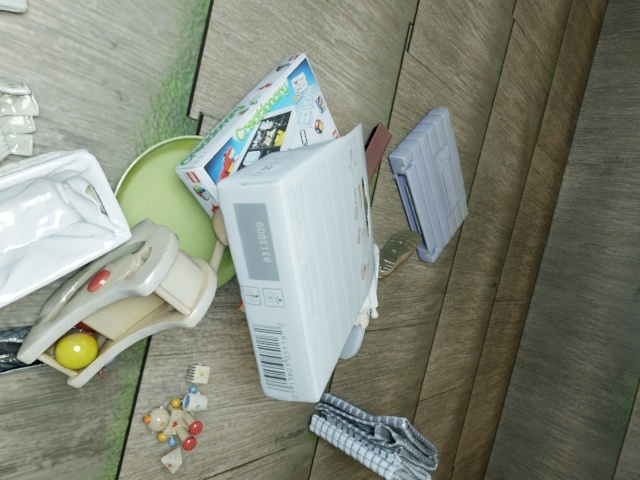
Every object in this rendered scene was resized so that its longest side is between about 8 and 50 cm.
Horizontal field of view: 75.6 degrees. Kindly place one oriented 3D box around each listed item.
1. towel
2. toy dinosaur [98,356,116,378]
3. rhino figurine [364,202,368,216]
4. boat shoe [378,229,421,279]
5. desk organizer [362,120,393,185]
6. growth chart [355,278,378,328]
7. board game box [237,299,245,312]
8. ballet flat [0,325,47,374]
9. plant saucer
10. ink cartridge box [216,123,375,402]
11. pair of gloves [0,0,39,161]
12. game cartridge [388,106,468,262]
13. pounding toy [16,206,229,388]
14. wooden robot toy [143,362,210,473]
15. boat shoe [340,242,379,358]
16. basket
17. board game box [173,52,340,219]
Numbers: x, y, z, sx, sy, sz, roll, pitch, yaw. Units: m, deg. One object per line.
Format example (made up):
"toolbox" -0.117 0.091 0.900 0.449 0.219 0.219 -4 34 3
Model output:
"towel" 0.132 0.469 0.977 0.121 0.235 0.284 -59 137 -21
"toy dinosaur" -0.291 0.137 0.583 0.082 0.047 0.090 -55 180 -42
"rhino figurine" 0.025 -0.045 0.787 0.243 0.073 0.106 -59 135 -44
"boat shoe" 0.187 0.036 1.038 0.178 0.064 0.060 -38 158 -31
"desk organizer" 0.100 -0.187 0.880 0.050 0.047 0.130 37 75 -44
"growth chart" 0.029 0.106 0.806 0.237 0.021 0.172 -6 96 -40
"board game box" -0.053 0.078 0.798 0.147 0.045 0.193 43 70 -45
"ballet flat" -0.373 0.133 0.470 0.173 0.049 0.057 -11 111 -45
"plant saucer" -0.196 -0.033 0.618 0.241 0.037 0.241 -16 113 -44
"ink cartridge box" 0.000 0.000 0.655 0.385 0.091 0.308 -53 139 -59
"pair of gloves" -0.379 -0.182 0.374 0.204 0.042 0.240 -9 109 -45
"game cartridge" 0.300 -0.141 1.100 0.230 0.068 0.355 -51 133 -29
"pounding toy" -0.189 0.077 0.495 0.269 0.154 0.155 -40 125 -2
"wooden robot toy" -0.234 0.281 0.653 0.079 0.076 0.173 24 84 -37
"boat shoe" 0.085 0.132 0.933 0.088 0.096 0.268 2 92 -43
"basket" -0.318 -0.020 0.443 0.167 0.103 0.113 -35 126 -34
"board game box" -0.072 -0.135 0.665 0.305 0.053 0.193 -59 137 -33
